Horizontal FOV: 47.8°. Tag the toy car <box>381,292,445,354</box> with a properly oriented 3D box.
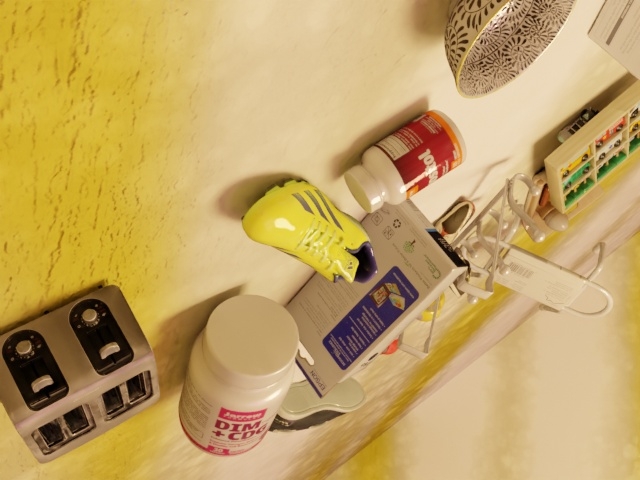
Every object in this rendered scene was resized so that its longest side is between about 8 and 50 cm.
[{"bbox_3d":[0.195,0.199,1.719,0.239,0.053,0.225,-41,158,8],"label":"toy car"}]

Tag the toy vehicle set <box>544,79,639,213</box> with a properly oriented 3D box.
[{"bbox_3d":[0.550,-0.185,1.395,0.267,0.035,0.166,-40,145,-2],"label":"toy vehicle set"}]

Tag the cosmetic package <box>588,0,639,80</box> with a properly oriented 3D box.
[{"bbox_3d":[0.564,-0.313,1.041,0.224,0.225,0.138,-29,157,-20],"label":"cosmetic package"}]

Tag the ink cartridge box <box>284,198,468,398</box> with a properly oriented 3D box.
[{"bbox_3d":[0.069,0.093,1.178,0.333,0.165,0.065,-47,157,25],"label":"ink cartridge box"}]

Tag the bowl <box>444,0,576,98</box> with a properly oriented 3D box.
[{"bbox_3d":[0.196,-0.249,0.807,0.170,0.080,0.170,-31,158,-14],"label":"bowl"}]

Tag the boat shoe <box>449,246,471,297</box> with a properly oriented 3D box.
[{"bbox_3d":[0.296,0.067,1.574,0.068,0.081,0.228,-36,156,8],"label":"boat shoe"}]

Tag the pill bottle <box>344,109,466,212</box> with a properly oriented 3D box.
[{"bbox_3d":[0.111,-0.102,0.961,0.152,0.086,0.086,-33,158,-10],"label":"pill bottle"}]

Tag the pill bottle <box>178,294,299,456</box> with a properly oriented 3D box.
[{"bbox_3d":[-0.129,0.213,1.124,0.160,0.160,0.283,-24,154,-30],"label":"pill bottle"}]

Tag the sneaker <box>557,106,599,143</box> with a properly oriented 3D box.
[{"bbox_3d":[0.491,-0.223,1.364,0.098,0.038,0.069,-33,157,-34],"label":"sneaker"}]

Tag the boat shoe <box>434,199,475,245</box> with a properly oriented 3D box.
[{"bbox_3d":[0.239,-0.020,1.359,0.137,0.049,0.043,-50,169,13],"label":"boat shoe"}]

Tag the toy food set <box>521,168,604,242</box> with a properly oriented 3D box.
[{"bbox_3d":[0.573,-0.120,1.607,0.219,0.092,0.306,-35,158,-6],"label":"toy food set"}]

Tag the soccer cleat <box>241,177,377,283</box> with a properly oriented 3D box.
[{"bbox_3d":[0.001,-0.001,0.948,0.093,0.121,0.289,-42,157,13],"label":"soccer cleat"}]

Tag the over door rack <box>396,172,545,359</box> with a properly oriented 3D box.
[{"bbox_3d":[0.281,0.056,1.289,0.324,0.108,0.239,-54,178,-42],"label":"over door rack"}]

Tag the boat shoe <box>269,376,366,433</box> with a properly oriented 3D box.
[{"bbox_3d":[-0.016,0.385,1.708,0.302,0.114,0.091,6,133,-43],"label":"boat shoe"}]

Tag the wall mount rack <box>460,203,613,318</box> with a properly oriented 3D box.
[{"bbox_3d":[0.478,0.076,1.653,0.304,0.350,0.130,112,4,-50],"label":"wall mount rack"}]

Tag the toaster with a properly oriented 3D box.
[{"bbox_3d":[-0.289,0.161,0.849,0.168,0.110,0.186,-26,155,-24],"label":"toaster"}]
